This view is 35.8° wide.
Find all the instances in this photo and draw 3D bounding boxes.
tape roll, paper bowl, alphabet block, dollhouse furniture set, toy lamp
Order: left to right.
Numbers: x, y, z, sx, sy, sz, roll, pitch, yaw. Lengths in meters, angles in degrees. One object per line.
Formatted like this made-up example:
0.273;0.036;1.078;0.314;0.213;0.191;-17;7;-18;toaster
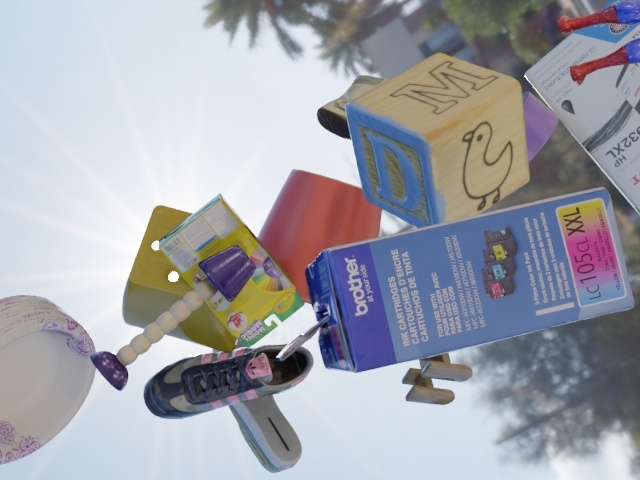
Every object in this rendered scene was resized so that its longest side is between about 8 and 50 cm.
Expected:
-0.528;0.219;1.647;0.148;0.284;0.284;34;-177;33;paper bowl
-0.214;0.111;1.477;0.080;0.275;0.080;48;175;6;toy lamp
0.182;-0.151;1.529;0.193;0.197;0.192;33;147;44;alphabet block
0.255;0.157;1.834;0.161;0.242;0.212;9;-136;-19;dollhouse furniture set
0.385;-0.203;1.994;0.080;0.189;0.189;39;-160;-6;tape roll

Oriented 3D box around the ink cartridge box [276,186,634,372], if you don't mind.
0.133;0.062;1.205;0.270;0.395;0.151;130;129;-81;ink cartridge box

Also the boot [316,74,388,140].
0.122;-0.260;2.067;0.213;0.077;0.165;30;-127;21;boot

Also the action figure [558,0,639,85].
0.407;-0.241;1.048;0.139;0.280;0.091;-22;-81;-65;action figure

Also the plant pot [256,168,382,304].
0.000;0.000;1.969;0.275;0.243;0.275;18;180;0;plant pot

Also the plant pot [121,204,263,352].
-0.229;0.050;1.718;0.187;0.212;0.212;88;-162;-71;plant pot

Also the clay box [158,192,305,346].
-0.138;0.051;1.570;0.222;0.127;0.053;52;-178;-17;clay box

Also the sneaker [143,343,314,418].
-0.158;0.239;1.782;0.319;0.131;0.112;-11;-104;-34;sneaker

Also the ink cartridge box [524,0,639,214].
0.525;-0.223;1.635;0.307;0.223;0.129;57;-163;24;ink cartridge box

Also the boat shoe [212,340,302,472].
-0.147;0.340;2.022;0.109;0.094;0.302;-14;-112;-40;boat shoe
